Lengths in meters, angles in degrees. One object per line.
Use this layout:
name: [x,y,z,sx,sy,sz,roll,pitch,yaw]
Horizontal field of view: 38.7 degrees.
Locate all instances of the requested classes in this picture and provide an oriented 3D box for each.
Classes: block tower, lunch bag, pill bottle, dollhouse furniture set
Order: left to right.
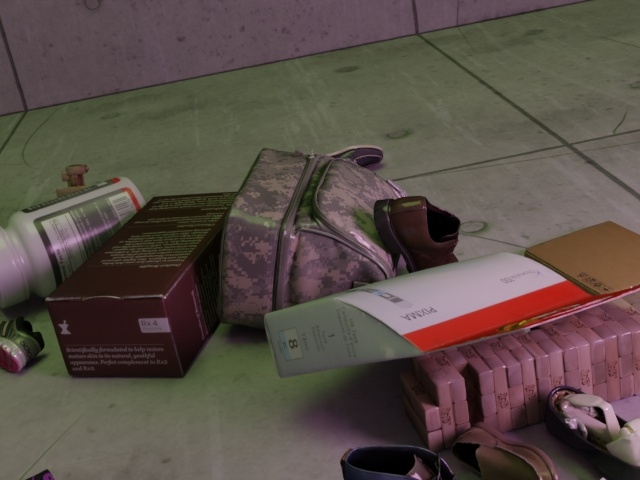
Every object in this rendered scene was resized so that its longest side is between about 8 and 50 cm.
pill bottle: [-0.447,0.005,1.603,0.283,0.161,0.161,-23,26,-26]
dollhouse furniture set: [-0.459,-0.085,1.872,0.123,0.144,0.151,-6,9,-2]
lunch bag: [0.000,0.000,1.393,0.255,0.213,0.305,11,27,5]
block tower: [0.267,0.147,1.070,0.335,0.091,0.097,-15,24,-9]

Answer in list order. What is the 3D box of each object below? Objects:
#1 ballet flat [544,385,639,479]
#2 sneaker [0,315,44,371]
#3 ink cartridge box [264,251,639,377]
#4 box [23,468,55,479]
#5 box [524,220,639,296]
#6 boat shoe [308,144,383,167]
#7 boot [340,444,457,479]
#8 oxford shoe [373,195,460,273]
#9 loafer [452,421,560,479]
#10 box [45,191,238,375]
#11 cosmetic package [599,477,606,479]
ballet flat: [0.306,0.206,0.943,0.074,0.074,0.203,-20,25,-22]
sneaker: [-0.489,0.149,1.419,0.170,0.063,0.074,18,36,39]
ink cartridge box: [0.166,0.064,1.055,0.308,0.091,0.385,-11,-6,-41]
box: [-0.326,0.321,0.998,0.116,0.029,0.162,-22,27,-26]
box: [0.427,0.030,1.356,0.164,0.021,0.201,-17,24,-16]
boat shoe: [0.040,-0.148,1.906,0.206,0.075,0.065,-11,66,-16]
boot: [0.116,0.256,0.861,0.219,0.106,0.082,-1,25,21]
oxford shoe: [0.164,0.007,1.308,0.096,0.227,0.083,-13,61,24]
loafer: [0.191,0.236,0.948,0.050,0.056,0.148,-22,16,-23]
box: [-0.241,0.057,1.433,0.191,0.143,0.381,-2,23,17]
cosmetic package: [0.198,0.304,0.751,0.239,0.061,0.099,-27,50,-33]
